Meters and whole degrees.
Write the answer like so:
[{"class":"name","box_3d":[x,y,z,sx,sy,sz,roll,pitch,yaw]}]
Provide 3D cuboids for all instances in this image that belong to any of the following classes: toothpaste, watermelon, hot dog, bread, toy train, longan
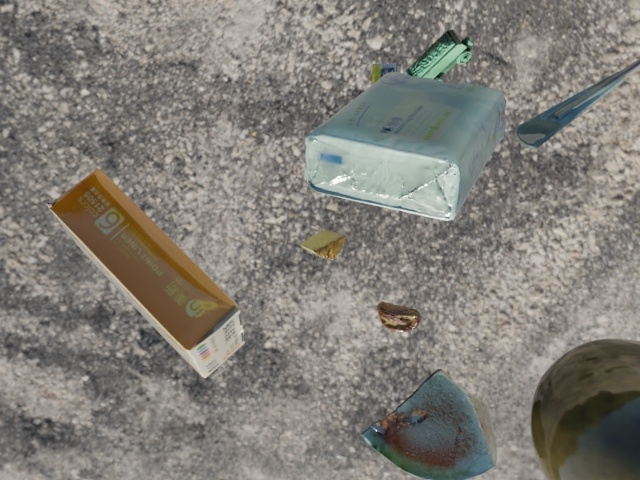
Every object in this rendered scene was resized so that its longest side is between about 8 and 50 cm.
[{"class":"toothpaste","box_3d":[0.115,-0.243,1.210,0.070,0.044,0.193,5,104,19]},{"class":"watermelon","box_3d":[0.267,0.398,1.358,0.320,0.289,0.213,-9,107,-20]},{"class":"hot dog","box_3d":[0.237,0.234,1.915,0.147,0.065,0.099,13,138,32]},{"class":"bread","box_3d":[0.000,0.000,1.730,0.084,0.080,0.109,23,-179,35]},{"class":"toy train","box_3d":[0.288,-0.434,1.509,0.099,0.070,0.172,10,137,-48]},{"class":"longan","box_3d":[0.565,0.359,1.152,0.361,0.361,0.361,6,129,8]}]

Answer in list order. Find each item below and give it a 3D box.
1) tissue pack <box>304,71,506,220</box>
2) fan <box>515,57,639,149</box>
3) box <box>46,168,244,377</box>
[{"class":"tissue pack","box_3d":[0.114,-0.128,0.755,0.177,0.263,0.089,15,122,21]},{"class":"fan","box_3d":[0.456,-0.250,1.052,0.282,0.057,0.023,-35,146,7]},{"class":"box","box_3d":[-0.226,0.055,0.861,0.274,0.091,0.221,42,162,13]}]
